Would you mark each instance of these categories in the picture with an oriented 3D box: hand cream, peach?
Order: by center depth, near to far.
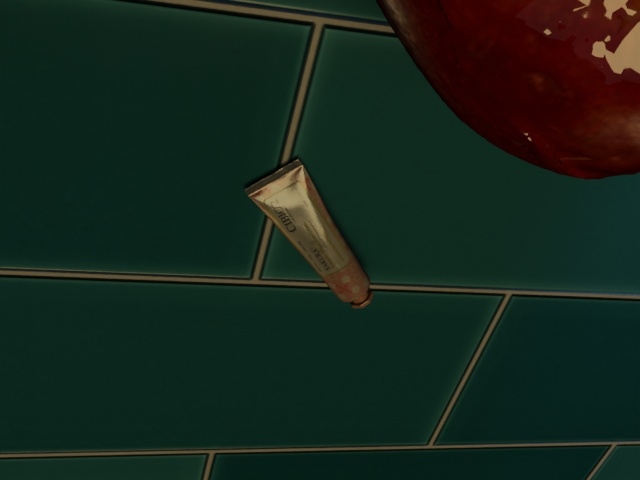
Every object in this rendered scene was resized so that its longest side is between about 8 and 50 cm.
[{"bbox_3d":[0.177,-0.262,0.580,0.339,0.353,0.417,-37,89,11],"label":"peach"},{"bbox_3d":[0.000,0.000,0.918,0.067,0.043,0.210,-28,127,12],"label":"hand cream"}]
